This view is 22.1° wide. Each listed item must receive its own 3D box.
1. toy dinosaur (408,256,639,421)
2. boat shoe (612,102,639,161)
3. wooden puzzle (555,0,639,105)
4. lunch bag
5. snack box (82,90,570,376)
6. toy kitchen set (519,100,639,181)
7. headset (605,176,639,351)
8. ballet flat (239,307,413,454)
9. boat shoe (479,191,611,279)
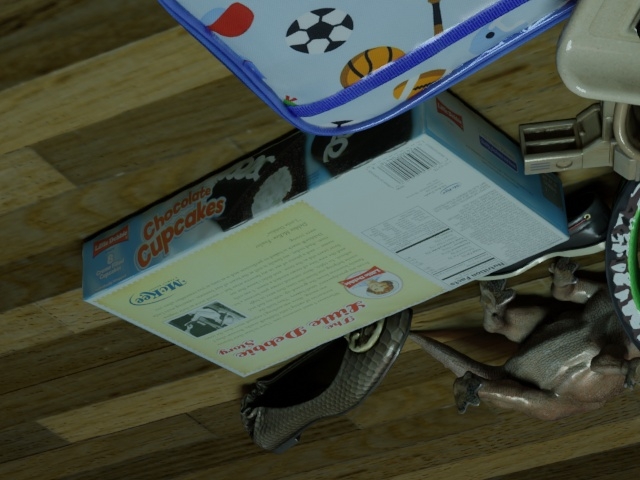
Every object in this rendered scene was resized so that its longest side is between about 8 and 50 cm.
[{"bbox_3d":[0.226,0.102,1.370,0.296,0.127,0.200,-16,154,29],"label":"toy dinosaur"},{"bbox_3d":[0.274,-0.152,0.917,0.122,0.110,0.341,38,146,6],"label":"boat shoe"},{"bbox_3d":[0.257,-0.149,0.808,0.221,0.044,0.238,6,135,-16],"label":"wooden puzzle"},{"bbox_3d":[0.068,-0.186,0.844,0.303,0.115,0.243,-27,143,17],"label":"lunch bag"},{"bbox_3d":[0.000,0.000,1.224,0.322,0.060,0.187,-25,143,30],"label":"snack box"},{"bbox_3d":[0.177,-0.070,1.122,0.075,0.068,0.083,-6,148,4],"label":"toy kitchen set"},{"bbox_3d":[0.381,0.063,1.138,0.394,0.185,0.243,35,117,-4],"label":"headset"},{"bbox_3d":[-0.002,0.116,1.413,0.058,0.084,0.250,34,141,-12],"label":"ballet flat"},{"bbox_3d":[0.165,-0.004,1.258,0.133,0.049,0.042,-18,119,34],"label":"boat shoe"}]
